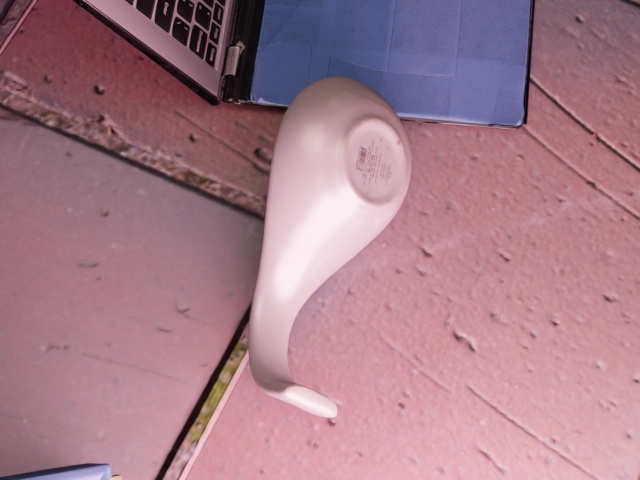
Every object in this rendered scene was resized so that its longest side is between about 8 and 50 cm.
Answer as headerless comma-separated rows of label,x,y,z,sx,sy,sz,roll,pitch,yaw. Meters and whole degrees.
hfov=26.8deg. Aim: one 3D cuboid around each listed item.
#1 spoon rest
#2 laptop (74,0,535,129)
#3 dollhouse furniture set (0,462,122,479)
spoon rest,0.000,0.000,1.062,0.084,0.137,0.276,-7,61,47
laptop,-0.012,-0.327,1.143,0.236,0.408,0.382,-11,60,34
dollhouse furniture set,-0.281,0.319,0.948,0.303,0.198,0.286,-7,86,-34
